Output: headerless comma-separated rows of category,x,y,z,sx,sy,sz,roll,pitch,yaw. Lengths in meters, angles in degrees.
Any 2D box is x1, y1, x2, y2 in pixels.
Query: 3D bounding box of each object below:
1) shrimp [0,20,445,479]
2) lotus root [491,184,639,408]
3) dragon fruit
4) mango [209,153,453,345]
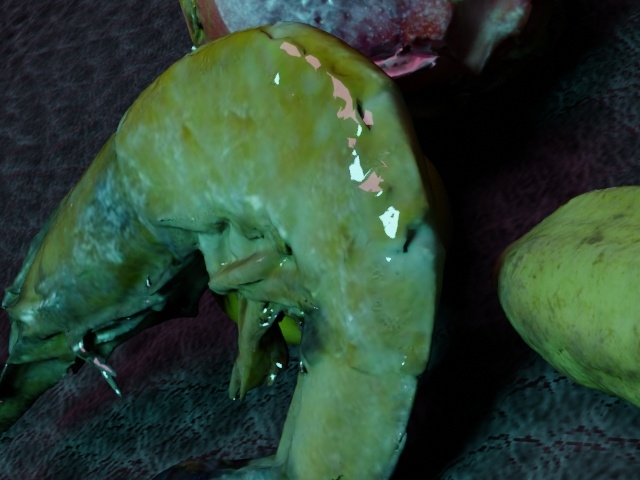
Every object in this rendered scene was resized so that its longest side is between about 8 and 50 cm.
shrimp,-0.078,0.058,0.916,0.445,0.085,0.272,-32,71,45
lotus root,0.166,0.026,0.716,0.110,0.097,0.258,-42,19,-14
dragon fruit,0.030,-0.201,1.036,0.250,0.269,0.291,-7,16,15
mango,0.000,0.000,0.969,0.137,0.098,0.195,-56,24,-18
